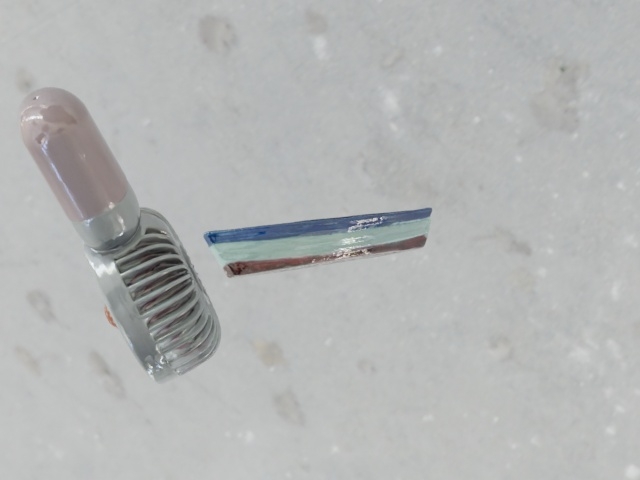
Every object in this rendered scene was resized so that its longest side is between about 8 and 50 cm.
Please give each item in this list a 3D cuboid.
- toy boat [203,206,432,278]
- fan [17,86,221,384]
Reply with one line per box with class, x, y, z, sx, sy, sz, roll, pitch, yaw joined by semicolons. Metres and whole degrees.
toy boat;0.000;0.000;1.147;0.080;0.228;0.046;-19;81;60
fan;-0.148;-0.003;0.892;0.244;0.074;0.130;65;178;-33
